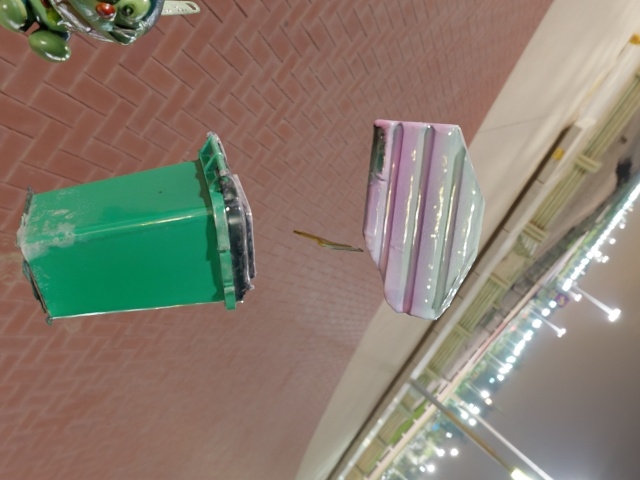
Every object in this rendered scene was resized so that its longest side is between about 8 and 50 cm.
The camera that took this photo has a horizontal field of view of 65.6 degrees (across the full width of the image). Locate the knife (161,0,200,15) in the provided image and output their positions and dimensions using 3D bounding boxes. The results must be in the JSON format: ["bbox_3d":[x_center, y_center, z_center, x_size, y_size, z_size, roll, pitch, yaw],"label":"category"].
[{"bbox_3d":[-0.440,-0.617,1.317,0.293,0.020,0.043,-27,107,-45],"label":"knife"}]

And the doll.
[{"bbox_3d":[-0.405,-0.440,0.862,0.198,0.322,0.186,52,42,-58],"label":"doll"}]

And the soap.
[{"bbox_3d":[0.177,-0.037,0.854,0.109,0.193,0.323,-15,112,-66],"label":"soap"}]

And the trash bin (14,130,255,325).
[{"bbox_3d":[-0.325,-0.014,0.923,0.381,0.259,0.295,-10,129,-16],"label":"trash bin"}]

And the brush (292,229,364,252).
[{"bbox_3d":[0.000,0.000,1.082,0.082,0.218,0.010,7,97,-35],"label":"brush"}]
